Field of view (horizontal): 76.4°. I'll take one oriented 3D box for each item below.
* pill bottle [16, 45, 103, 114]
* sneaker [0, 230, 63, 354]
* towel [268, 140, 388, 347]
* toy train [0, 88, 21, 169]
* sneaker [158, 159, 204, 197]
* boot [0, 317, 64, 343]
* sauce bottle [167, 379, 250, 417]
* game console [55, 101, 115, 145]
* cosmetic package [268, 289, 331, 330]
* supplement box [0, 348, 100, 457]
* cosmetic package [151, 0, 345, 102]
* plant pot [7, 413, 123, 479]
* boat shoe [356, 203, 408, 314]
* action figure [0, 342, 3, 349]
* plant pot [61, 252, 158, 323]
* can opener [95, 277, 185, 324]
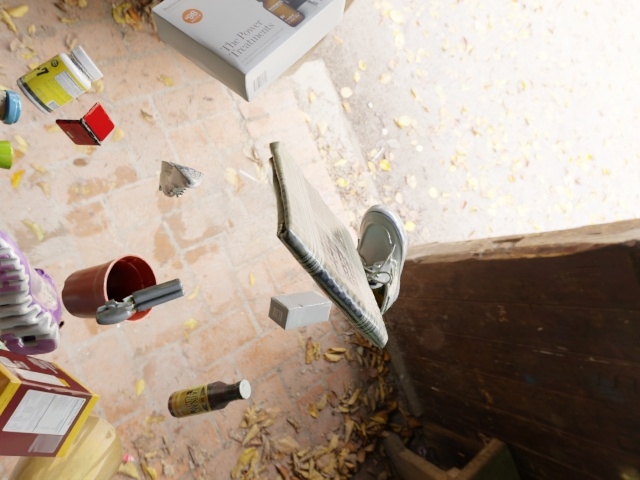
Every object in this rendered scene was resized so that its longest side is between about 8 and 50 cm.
[{"bbox_3d":[-0.780,-0.486,1.227,0.209,0.119,0.119,-37,101,-8],"label":"pill bottle"},{"bbox_3d":[-0.484,0.073,0.653,0.095,0.104,0.236,-5,126,-6],"label":"sneaker"},{"bbox_3d":[0.000,0.000,0.750,0.056,0.324,0.312,-31,125,13],"label":"towel"},{"bbox_3d":[-0.539,-0.130,0.606,0.144,0.105,0.247,2,85,-51],"label":"toy train"},{"bbox_3d":[-0.515,-0.212,1.487,0.111,0.297,0.129,15,94,-36],"label":"sneaker"},{"bbox_3d":[-0.832,0.213,1.020,0.220,0.109,0.283,39,31,7],"label":"boot"},{"bbox_3d":[-0.160,0.225,0.585,0.042,0.128,0.042,51,26,-38],"label":"sauce bottle"},{"bbox_3d":[-0.768,-0.382,1.334,0.124,0.144,0.085,1,72,-5],"label":"game console"},{"bbox_3d":[-0.082,0.283,1.680,0.238,0.127,0.107,-7,113,-44],"label":"cosmetic package"},{"bbox_3d":[-0.595,0.313,0.797,0.129,0.192,0.194,-64,148,-17],"label":"supplement box"},{"bbox_3d":[-0.161,-0.549,0.992,0.285,0.097,0.377,36,69,11],"label":"cosmetic package"},{"bbox_3d":[-0.645,0.591,0.984,0.238,0.254,0.236,-1,95,-8],"label":"plant pot"},{"bbox_3d":[0.142,0.085,1.112,0.156,0.136,0.366,-49,148,-41],"label":"boat shoe"},{"bbox_3d":[-1.002,0.277,1.162,0.137,0.063,0.232,-40,112,3],"label":"action figure"},{"bbox_3d":[-0.844,0.201,1.617,0.272,0.266,0.271,-8,90,-70],"label":"plant pot"},{"bbox_3d":[-0.586,0.209,1.339,0.281,0.093,0.074,-22,136,-27],"label":"can opener"}]
